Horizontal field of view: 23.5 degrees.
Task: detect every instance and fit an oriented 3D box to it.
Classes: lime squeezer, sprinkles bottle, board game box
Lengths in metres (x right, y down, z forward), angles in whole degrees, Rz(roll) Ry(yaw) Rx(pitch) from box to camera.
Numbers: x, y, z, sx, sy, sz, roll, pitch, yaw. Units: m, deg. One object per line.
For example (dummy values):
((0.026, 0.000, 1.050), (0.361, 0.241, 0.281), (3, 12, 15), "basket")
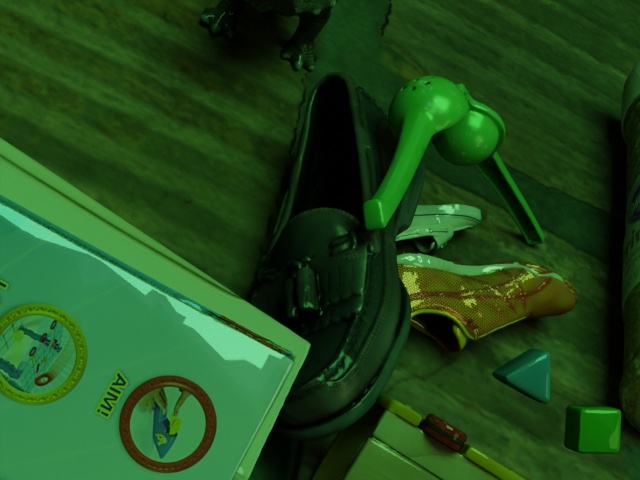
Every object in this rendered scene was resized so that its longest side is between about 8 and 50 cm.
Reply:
((0.100, -0.058, 1.073), (0.310, 0.059, 0.110), (6, 59, -64), "lime squeezer")
((0.299, -0.006, 1.219), (0.121, 0.121, 0.355), (26, 44, -15), "sprinkles bottle")
((-0.217, 0.111, 0.664), (0.302, 0.086, 0.308), (30, 84, -11), "board game box")

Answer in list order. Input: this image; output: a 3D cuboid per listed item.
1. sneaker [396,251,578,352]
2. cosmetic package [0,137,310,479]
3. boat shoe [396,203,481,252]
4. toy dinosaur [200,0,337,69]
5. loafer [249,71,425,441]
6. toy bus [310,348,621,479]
((0.109, 0.048, 1.099), (0.175, 0.064, 0.067), (2, 74, -27), "sneaker")
((-0.182, 0.046, 0.817), (0.309, 0.160, 0.113), (34, 42, -8), "cosmetic package")
((0.079, -0.008, 1.138), (0.100, 0.035, 0.035), (0, 83, -39), "boat shoe")
((-0.008, -0.239, 1.174), (0.121, 0.160, 0.313), (31, 44, -10), "toy dinosaur")
((0.000, 0.000, 1.003), (0.095, 0.109, 0.302), (58, 27, -28), "loafer")
((0.088, 0.175, 0.936), (0.191, 0.104, 0.202), (-12, 92, -9), "toy bus")
